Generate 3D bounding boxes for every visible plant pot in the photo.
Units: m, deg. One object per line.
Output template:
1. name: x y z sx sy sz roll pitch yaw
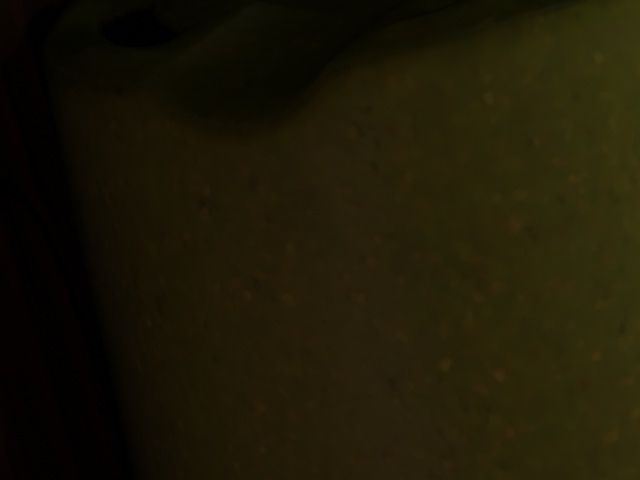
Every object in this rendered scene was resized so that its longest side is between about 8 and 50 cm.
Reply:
1. plant pot: 0.057 0.041 0.443 0.276 0.276 0.254 -69 144 -63
